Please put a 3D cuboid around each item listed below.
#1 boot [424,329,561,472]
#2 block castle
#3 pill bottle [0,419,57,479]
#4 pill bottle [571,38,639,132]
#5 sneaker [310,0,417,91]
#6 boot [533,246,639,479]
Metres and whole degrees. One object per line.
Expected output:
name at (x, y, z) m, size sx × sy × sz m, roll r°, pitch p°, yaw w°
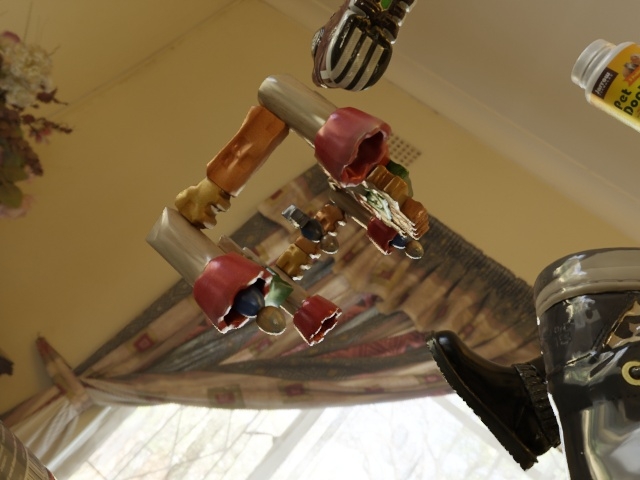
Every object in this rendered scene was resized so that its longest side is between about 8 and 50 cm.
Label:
boot at (0.417, 0.270, 1.076) m, size 0.348 × 0.260 × 0.131 m, roll 50°, pitch 6°, yaw 17°
block castle at (0.000, 0.000, 0.754) m, size 0.212 × 0.303 × 0.453 m, roll 39°, pitch -2°, yaw 20°
pill bottle at (-0.417, 0.203, 0.453) m, size 0.210 × 0.210 × 0.363 m, roll 17°, pitch -43°, yaw 44°
pill bottle at (0.550, -0.262, 0.881) m, size 0.215 × 0.117 × 0.117 m, roll 48°, pitch -19°, yaw 33°
sneaker at (0.061, -0.328, 0.694) m, size 0.106 × 0.282 × 0.162 m, roll 33°, pitch -5°, yaw -25°
boot at (0.317, 0.149, 0.284) m, size 0.376 × 0.284 × 0.138 m, roll 6°, pitch -36°, yaw 19°
